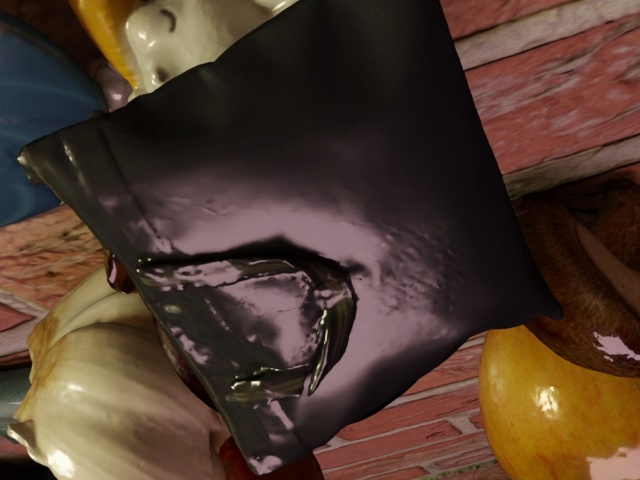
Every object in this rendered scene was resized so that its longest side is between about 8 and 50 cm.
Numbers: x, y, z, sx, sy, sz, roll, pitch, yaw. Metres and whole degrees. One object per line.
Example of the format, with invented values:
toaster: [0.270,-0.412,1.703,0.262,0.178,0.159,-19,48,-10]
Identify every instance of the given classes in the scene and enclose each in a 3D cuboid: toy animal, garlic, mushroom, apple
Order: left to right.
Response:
garlic: [-0.131,0.109,0.870,0.203,0.185,0.281,35,177,-18]
toy animal: [-0.054,-0.114,0.558,0.127,0.131,0.181,-38,-178,-31]
mushroom: [0.255,0.046,0.980,0.231,0.194,0.138,15,147,-32]
apple: [0.335,0.178,1.287,0.299,0.275,0.299,-16,172,-2]

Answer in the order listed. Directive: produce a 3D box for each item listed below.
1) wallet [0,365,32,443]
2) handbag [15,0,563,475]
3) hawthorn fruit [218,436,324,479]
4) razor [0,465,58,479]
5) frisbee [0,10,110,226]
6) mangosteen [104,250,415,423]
wallet: [-0.277,0.187,1.225,0.251,0.054,0.290,-7,164,-4]
handbag: [0.000,0.000,0.539,0.211,0.089,0.254,-28,124,1]
hawthorn fruit: [-0.153,0.458,1.529,0.403,0.403,0.403,-11,159,-4]
razor: [-0.513,0.385,1.517,0.189,0.107,0.327,-28,155,38]
frisbee: [-0.260,-0.048,0.579,0.289,0.049,0.289,-5,158,-2]
mangosteen: [-0.031,0.012,0.728,0.265,0.228,0.228,13,178,38]
